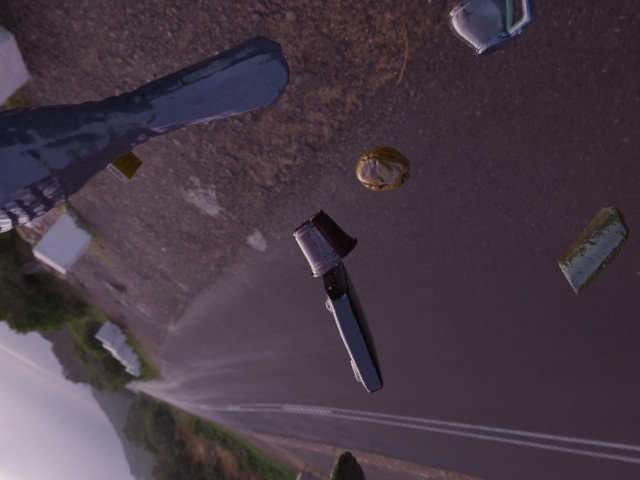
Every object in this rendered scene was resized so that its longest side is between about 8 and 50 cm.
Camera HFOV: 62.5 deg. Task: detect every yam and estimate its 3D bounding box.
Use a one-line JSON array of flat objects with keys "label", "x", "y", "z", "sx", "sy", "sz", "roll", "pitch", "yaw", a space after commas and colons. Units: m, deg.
[{"label": "yam", "x": 0.451, "y": 0.017, "z": 0.868, "sx": 0.070, "sy": 0.146, "sz": 0.070, "roll": 39, "pitch": -172, "yaw": -6}]

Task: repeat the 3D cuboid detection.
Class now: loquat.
[{"label": "loquat", "x": 0.159, "y": -0.178, "z": 1.326, "sx": 0.137, "sy": 0.137, "sz": 0.113, "roll": 16, "pitch": 110, "yaw": 25}]

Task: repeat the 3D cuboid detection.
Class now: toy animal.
[{"label": "toy animal", "x": -0.217, "y": -0.059, "z": 0.400, "sx": 0.206, "sy": 0.367, "sz": 0.081, "roll": 6, "pitch": 119, "yaw": 65}]

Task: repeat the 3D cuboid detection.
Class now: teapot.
[{"label": "teapot", "x": 0.173, "y": -0.220, "z": 0.522, "sx": 0.088, "sy": 0.066, "sz": 0.057, "roll": -24, "pitch": 92, "yaw": 55}]

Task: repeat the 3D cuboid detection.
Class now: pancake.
[{"label": "pancake", "x": 0.034, "y": 0.299, "z": 0.587, "sx": 0.023, "sy": 0.129, "sz": 0.116, "roll": -18, "pitch": 100, "yaw": 19}]

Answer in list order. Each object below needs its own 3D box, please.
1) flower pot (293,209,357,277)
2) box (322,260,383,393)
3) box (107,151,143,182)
[{"label": "flower pot", "x": 0.000, "y": 0.000, "z": 0.965, "sx": 0.089, "sy": 0.111, "sz": 0.111, "roll": 50, "pitch": 151, "yaw": -8}, {"label": "box", "x": 0.081, "y": 0.209, "z": 1.350, "sx": 0.290, "sy": 0.073, "sz": 0.288, "roll": -98, "pitch": -13, "yaw": -75}, {"label": "box", "x": -0.504, "y": -0.215, "z": 1.257, "sx": 0.023, "sy": 0.087, "sz": 0.155, "roll": -29, "pitch": 118, "yaw": 30}]
